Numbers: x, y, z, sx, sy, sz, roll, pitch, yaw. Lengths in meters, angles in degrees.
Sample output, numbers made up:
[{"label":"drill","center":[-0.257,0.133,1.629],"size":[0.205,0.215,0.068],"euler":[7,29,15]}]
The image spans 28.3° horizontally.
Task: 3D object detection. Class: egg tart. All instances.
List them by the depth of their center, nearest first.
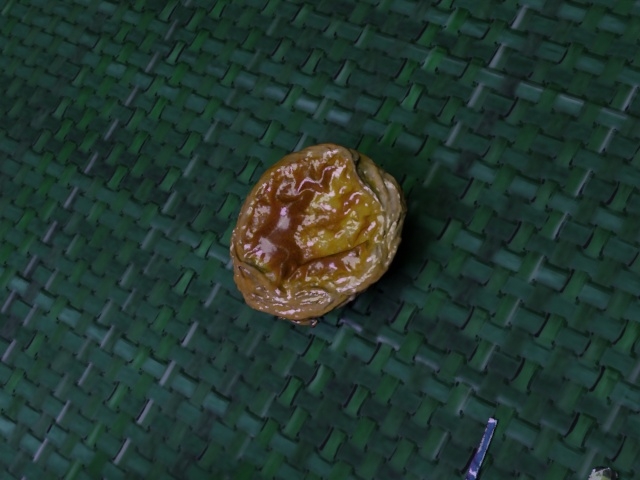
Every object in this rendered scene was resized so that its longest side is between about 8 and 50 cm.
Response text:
[{"label":"egg tart","center":[0.000,0.000,0.839],"size":[0.130,0.052,0.130],"euler":[-12,62,23]}]

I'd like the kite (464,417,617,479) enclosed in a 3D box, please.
[{"label":"kite","center":[0.123,0.196,0.709],"size":[0.183,0.010,0.160],"euler":[27,82,35]}]
